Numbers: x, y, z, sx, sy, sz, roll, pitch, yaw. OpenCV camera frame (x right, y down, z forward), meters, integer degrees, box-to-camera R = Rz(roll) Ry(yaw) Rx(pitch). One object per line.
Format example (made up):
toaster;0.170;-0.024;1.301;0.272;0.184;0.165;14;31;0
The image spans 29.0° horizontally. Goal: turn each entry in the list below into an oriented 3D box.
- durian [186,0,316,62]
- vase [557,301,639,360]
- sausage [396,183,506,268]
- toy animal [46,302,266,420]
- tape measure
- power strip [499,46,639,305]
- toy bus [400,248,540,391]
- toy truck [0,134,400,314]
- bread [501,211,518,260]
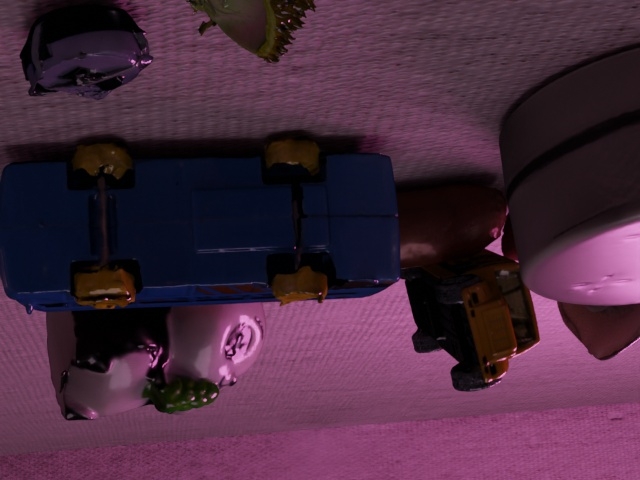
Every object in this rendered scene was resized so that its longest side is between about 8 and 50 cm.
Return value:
durian;-0.046;-0.182;0.844;0.100;0.086;0.215;28;160;6
vase;0.509;0.061;1.522;0.445;0.250;0.250;6;160;-27
sausage;0.000;0.000;1.388;0.419;0.094;0.094;-7;-156;5
toy animal;-0.198;0.121;1.515;0.267;0.212;0.212;2;162;-19
tape measure;-0.179;-0.140;0.928;0.091;0.054;0.094;-1;166;-36
power strip;0.348;-0.062;1.177;0.358;0.161;0.357;-5;162;-2
toy bus;0.169;0.074;1.438;0.123;0.121;0.335;-15;-172;-6
toy truck;-0.119;-0.004;1.221;0.385;0.161;0.162;-2;168;-11
bread;0.265;-0.023;1.432;0.119;0.067;0.192;-9;166;-23
